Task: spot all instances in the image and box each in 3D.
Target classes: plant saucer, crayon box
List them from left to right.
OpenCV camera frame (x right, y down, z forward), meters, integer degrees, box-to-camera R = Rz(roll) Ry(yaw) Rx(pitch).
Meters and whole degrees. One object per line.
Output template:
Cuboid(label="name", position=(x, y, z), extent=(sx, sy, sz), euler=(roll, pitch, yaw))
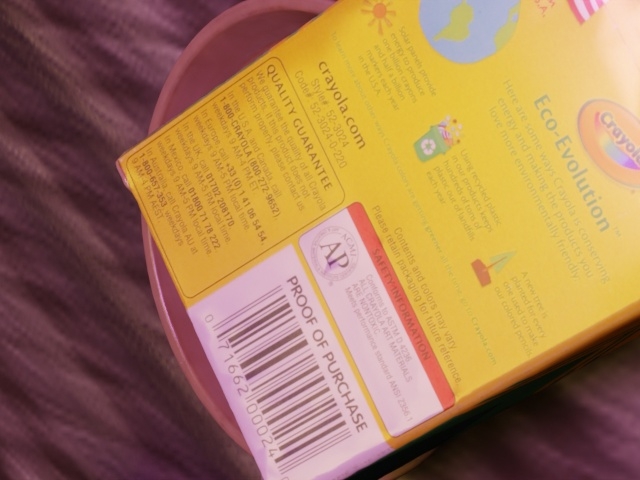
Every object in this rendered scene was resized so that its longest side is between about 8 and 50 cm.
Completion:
Cuboid(label="plant saucer", position=(0.000, 0.000, 1.055), extent=(0.278, 0.041, 0.278), euler=(14, 109, 45))
Cuboid(label="crayon box", position=(0.074, -0.030, 0.894), extent=(0.318, 0.081, 0.202), euler=(-32, 76, 29))
